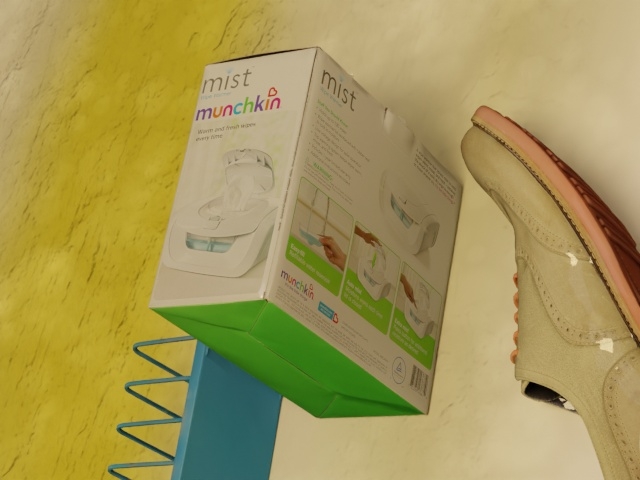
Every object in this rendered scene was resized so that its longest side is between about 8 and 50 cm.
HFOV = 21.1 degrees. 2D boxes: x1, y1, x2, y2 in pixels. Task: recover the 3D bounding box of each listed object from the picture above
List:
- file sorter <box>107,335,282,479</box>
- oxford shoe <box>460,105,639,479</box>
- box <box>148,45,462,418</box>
[{"bbox_3d":[-0.118,0.181,1.544,0.104,0.118,0.170,-8,61,35],"label":"file sorter"},{"bbox_3d":[0.195,0.047,1.388,0.146,0.140,0.397,-41,49,13],"label":"oxford shoe"},{"bbox_3d":[0.000,0.000,1.466,0.127,0.262,0.231,-6,63,33],"label":"box"}]
